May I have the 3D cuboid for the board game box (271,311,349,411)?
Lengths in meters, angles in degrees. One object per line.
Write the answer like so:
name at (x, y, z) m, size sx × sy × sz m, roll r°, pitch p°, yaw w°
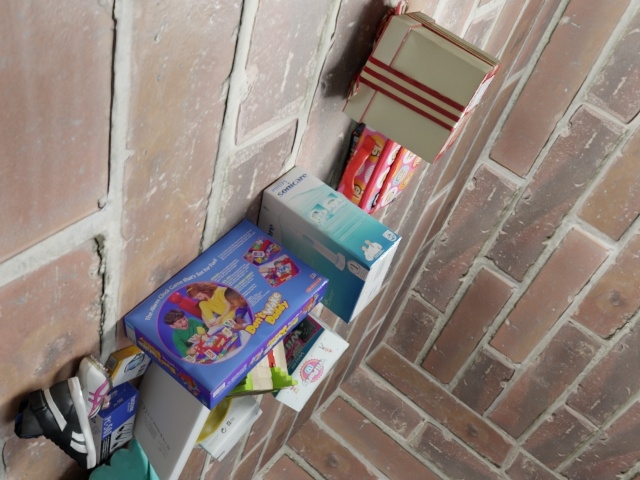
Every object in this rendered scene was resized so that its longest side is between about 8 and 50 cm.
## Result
board game box at (-0.083, 0.295, 1.878) m, size 0.097 × 0.303 × 0.224 m, roll 38°, pitch 87°, yaw -31°

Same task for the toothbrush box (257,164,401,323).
toothbrush box at (0.005, 0.009, 1.527) m, size 0.126 × 0.295 × 0.216 m, roll -42°, pitch 159°, yaw -37°

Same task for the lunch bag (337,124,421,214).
lunch bag at (0.154, -0.206, 1.729) m, size 0.258 × 0.120 × 0.293 m, roll -28°, pitch 149°, yaw -47°

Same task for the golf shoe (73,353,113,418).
golf shoe at (-0.438, 0.285, 1.275) m, size 0.086 × 0.067 × 0.186 m, roll -37°, pitch 157°, yaw -40°

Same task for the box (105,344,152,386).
box at (-0.392, 0.253, 1.407) m, size 0.081 × 0.028 × 0.136 m, roll -60°, pitch 165°, yaw 19°

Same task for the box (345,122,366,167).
box at (0.109, -0.251, 1.753) m, size 0.094 × 0.027 × 0.137 m, roll -43°, pitch 161°, yaw -27°

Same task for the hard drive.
hard drive at (-0.328, 0.357, 1.482) m, size 0.040 × 0.203 × 0.307 m, roll -5°, pitch 132°, yaw -45°

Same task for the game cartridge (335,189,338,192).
game cartridge at (0.000, 0.000, 1.916) m, size 0.198 × 0.062 × 0.297 m, roll -46°, pitch 162°, yaw -36°

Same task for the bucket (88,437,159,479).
bucket at (-0.461, 0.619, 1.593) m, size 0.281 × 0.183 × 0.281 m, roll -45°, pitch 171°, yaw -9°

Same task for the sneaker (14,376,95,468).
sneaker at (-0.475, 0.337, 1.213) m, size 0.121 × 0.079 × 0.217 m, roll -12°, pitch 127°, yaw -21°

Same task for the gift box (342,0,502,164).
gift box at (0.204, -0.340, 1.429) m, size 0.255 × 0.258 × 0.276 m, roll -61°, pitch 170°, yaw 23°

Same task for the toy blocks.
toy blocks at (-0.176, 0.222, 1.575) m, size 0.190 × 0.261 × 0.381 m, roll -13°, pitch 166°, yaw 10°

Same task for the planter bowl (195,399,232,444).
planter bowl at (-0.333, 0.399, 1.687) m, size 0.217 × 0.090 × 0.217 m, roll -21°, pitch 126°, yaw -32°

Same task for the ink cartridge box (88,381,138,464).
ink cartridge box at (-0.455, 0.399, 1.488) m, size 0.097 × 0.046 × 0.207 m, roll -37°, pitch 157°, yaw -43°

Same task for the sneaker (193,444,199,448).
sneaker at (-0.326, 0.515, 1.966) m, size 0.252 × 0.103 × 0.111 m, roll -59°, pitch 164°, yaw 13°

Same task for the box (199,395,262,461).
box at (-0.284, 0.459, 1.831) m, size 0.181 × 0.182 × 0.119 m, roll -48°, pitch 162°, yaw -18°

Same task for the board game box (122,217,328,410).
board game box at (-0.183, 0.135, 1.375) m, size 0.347 × 0.233 × 0.078 m, roll -42°, pitch 159°, yaw -33°
